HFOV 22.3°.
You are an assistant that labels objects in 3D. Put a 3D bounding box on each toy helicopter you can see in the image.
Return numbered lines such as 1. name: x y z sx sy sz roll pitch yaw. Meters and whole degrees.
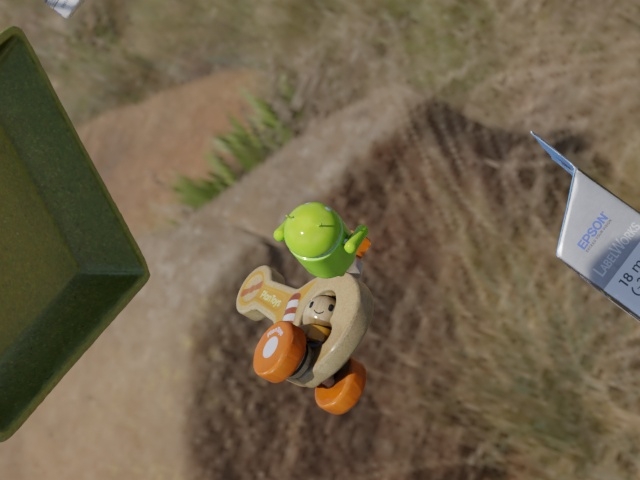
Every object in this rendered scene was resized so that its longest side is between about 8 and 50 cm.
1. toy helicopter: -0.027 0.086 2.302 0.235 0.140 0.355 -62 27 -3

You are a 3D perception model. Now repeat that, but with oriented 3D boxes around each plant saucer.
1. plant saucer: -0.200 -0.005 0.962 0.045 0.188 0.188 -12 24 31

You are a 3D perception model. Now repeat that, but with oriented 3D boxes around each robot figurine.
1. robot figurine: 0.000 0.000 1.802 0.101 0.115 0.067 11 71 25

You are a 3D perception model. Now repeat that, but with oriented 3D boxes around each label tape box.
1. label tape box: 0.368 0.022 1.941 0.334 0.240 0.106 38 94 15

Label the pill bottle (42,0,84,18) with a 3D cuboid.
1. pill bottle: -0.295 -0.302 1.690 0.078 0.137 0.078 -51 10 13
